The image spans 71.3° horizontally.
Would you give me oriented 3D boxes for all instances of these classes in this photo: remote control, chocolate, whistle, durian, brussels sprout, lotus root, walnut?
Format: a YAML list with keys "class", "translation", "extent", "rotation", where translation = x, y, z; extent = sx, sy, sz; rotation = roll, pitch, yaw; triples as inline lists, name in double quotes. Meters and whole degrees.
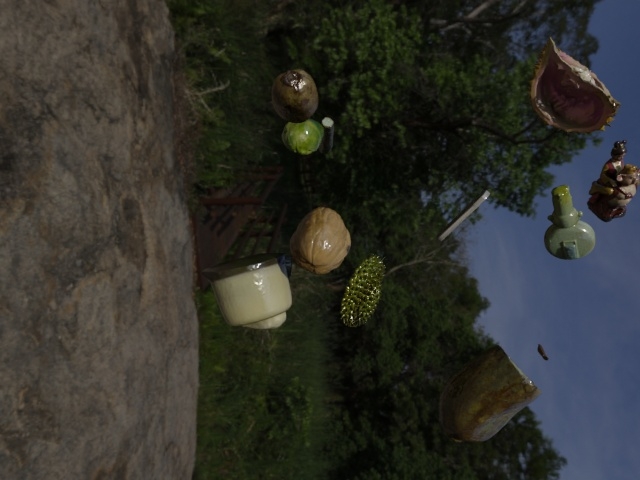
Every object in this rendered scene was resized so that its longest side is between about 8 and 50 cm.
- class: "remote control"
  translation: [0.497, -0.084, 1.570]
  extent: [0.245, 0.022, 0.077]
  rotation: [-46, 180, 15]
- class: "chocolate"
  translation: [-0.278, 0.214, 1.793]
  extent: [0.326, 0.314, 0.296]
  rotation: [0, -80, 50]
- class: "whistle"
  translation: [0.552, -0.034, 0.999]
  extent: [0.198, 0.104, 0.057]
  rotation: [60, 37, -33]
- class: "durian"
  translation: [0.183, 0.225, 1.976]
  extent: [0.169, 0.158, 0.355]
  rotation: [-86, -161, -84]
- class: "durian"
  translation: [0.532, -0.320, 0.947]
  extent: [0.132, 0.183, 0.165]
  rotation: [22, 89, -79]
- class: "brussels sprout"
  translation: [-0.064, -0.401, 1.664]
  extent: [0.151, 0.149, 0.122]
  rotation: [-76, -172, -54]
- class: "lotus root"
  translation: [-0.080, -0.445, 1.408]
  extent: [0.260, 0.145, 0.128]
  rotation: [93, -11, -80]
- class: "walnut"
  translation: [0.000, 0.000, 1.644]
  extent: [0.261, 0.225, 0.224]
  rotation: [-75, 170, -45]
- class: "lotus root"
  translation: [0.559, 0.539, 1.539]
  extent: [0.346, 0.250, 0.250]
  rotation: [-49, -170, 11]

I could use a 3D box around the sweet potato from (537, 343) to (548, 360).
- class: "sweet potato"
  translation: [0.920, 0.467, 1.846]
  extent: [0.115, 0.026, 0.026]
  rotation: [-71, 164, -68]

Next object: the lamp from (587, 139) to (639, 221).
- class: "lamp"
  translation: [0.863, -0.168, 1.294]
  extent: [0.253, 0.119, 0.118]
  rotation: [79, 9, -50]

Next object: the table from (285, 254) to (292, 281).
- class: "table"
  translation: [-0.155, 0.132, 2.011]
  extent: [0.133, 0.043, 0.133]
  rotation: [-174, -90, -84]

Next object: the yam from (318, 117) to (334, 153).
- class: "yam"
  translation: [0.025, -0.426, 1.818]
  extent: [0.274, 0.061, 0.061]
  rotation: [98, -6, -79]
